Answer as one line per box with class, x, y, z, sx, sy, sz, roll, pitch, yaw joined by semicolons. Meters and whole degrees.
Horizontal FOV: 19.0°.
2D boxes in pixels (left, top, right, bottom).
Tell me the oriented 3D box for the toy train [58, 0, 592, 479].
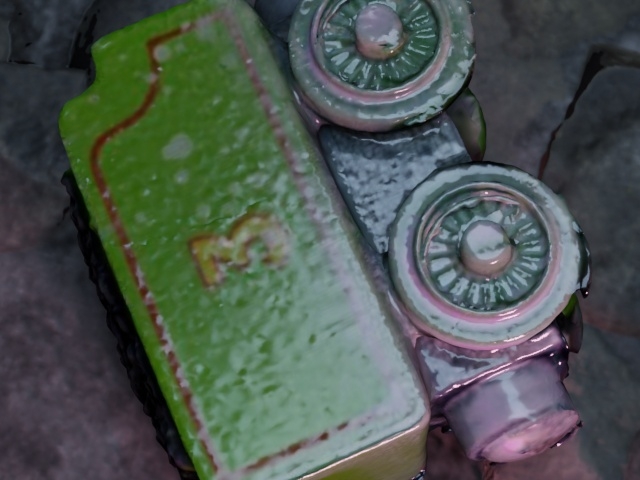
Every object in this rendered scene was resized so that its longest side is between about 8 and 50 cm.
toy train;0.000;0.000;1.038;0.248;0.173;0.307;-23;73;-4
